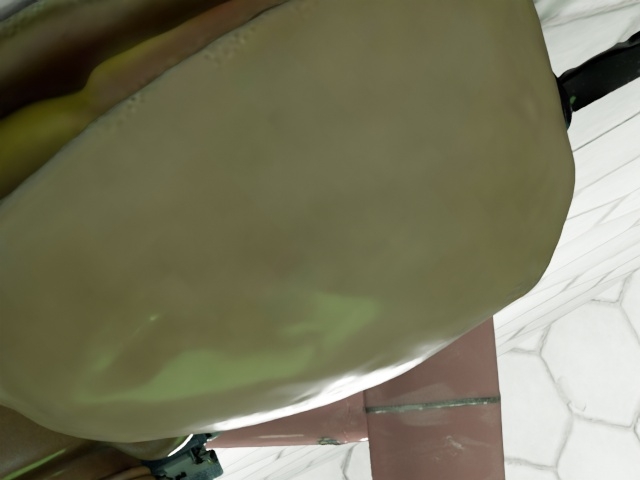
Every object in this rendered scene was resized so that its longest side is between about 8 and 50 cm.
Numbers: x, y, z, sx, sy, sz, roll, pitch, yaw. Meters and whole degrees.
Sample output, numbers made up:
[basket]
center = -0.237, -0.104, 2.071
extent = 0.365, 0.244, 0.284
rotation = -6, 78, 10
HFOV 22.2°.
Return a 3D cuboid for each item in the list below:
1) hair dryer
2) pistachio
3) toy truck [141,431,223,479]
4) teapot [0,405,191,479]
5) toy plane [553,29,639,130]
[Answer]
[hair dryer]
center = -0.006, 0.139, 1.530
extent = 0.352, 0.210, 0.125
rotation = -5, 176, 19
[pistachio]
center = -0.019, -0.026, 0.625
extent = 0.288, 0.166, 0.197
rotation = -16, 141, -35
[toy truck]
center = -0.195, 0.184, 1.356
extent = 0.256, 0.108, 0.140
rotation = -24, -177, -35
[teapot]
center = -0.169, 0.134, 0.973
extent = 0.267, 0.175, 0.185
rotation = -34, 170, 32
[toy plane]
center = 0.049, -0.020, 1.014
extent = 0.381, 0.106, 0.155
rotation = -44, 174, 41
